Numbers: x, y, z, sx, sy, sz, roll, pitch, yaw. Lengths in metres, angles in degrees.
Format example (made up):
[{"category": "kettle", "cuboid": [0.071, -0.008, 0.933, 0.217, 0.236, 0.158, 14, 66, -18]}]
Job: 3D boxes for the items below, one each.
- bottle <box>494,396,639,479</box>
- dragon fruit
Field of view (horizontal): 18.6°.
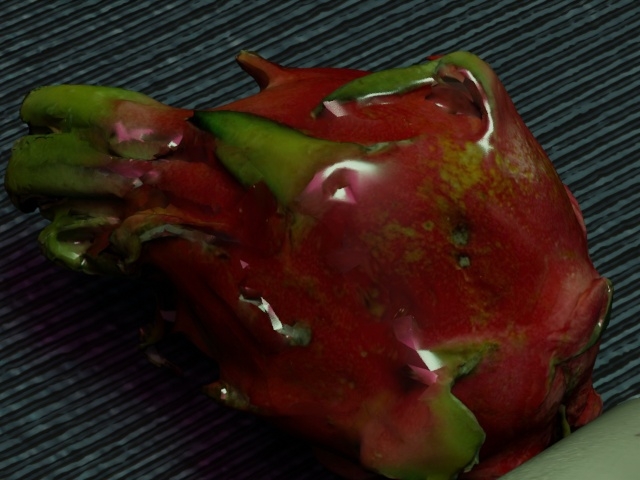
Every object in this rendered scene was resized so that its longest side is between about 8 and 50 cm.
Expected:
[{"category": "bottle", "cuboid": [0.125, 0.126, 0.807, 0.104, 0.104, 0.245, 43, 29, 18]}, {"category": "dragon fruit", "cuboid": [-0.003, 0.017, 0.878, 0.269, 0.200, 0.198, 2, 37, 20]}]
